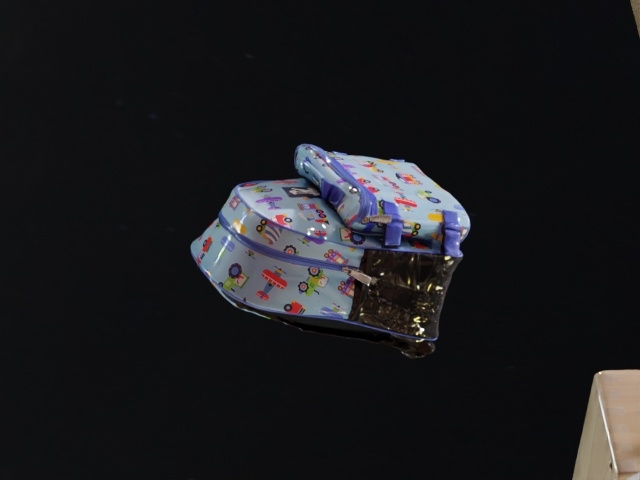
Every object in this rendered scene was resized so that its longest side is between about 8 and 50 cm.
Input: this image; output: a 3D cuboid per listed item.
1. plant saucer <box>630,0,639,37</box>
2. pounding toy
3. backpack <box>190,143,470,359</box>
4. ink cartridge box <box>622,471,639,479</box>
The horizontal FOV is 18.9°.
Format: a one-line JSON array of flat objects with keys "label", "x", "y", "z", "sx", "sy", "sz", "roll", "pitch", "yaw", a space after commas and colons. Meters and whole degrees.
[{"label": "plant saucer", "x": 0.083, "y": -0.105, "z": 0.215, "sx": 0.041, "sy": 0.278, "sz": 0.278, "roll": -5, "pitch": -95, "yaw": -7}, {"label": "pounding toy", "x": 0.257, "y": 0.126, "z": 1.155, "sx": 0.181, "sy": 0.206, "sz": 0.094, "roll": 0, "pitch": -136, "yaw": -4}, {"label": "backpack", "x": 0.000, "y": 0.000, "z": 1.403, "sx": 0.173, "sy": 0.158, "sz": 0.117, "roll": 9, "pitch": -71, "yaw": -21}, {"label": "ink cartridge box", "x": 0.216, "y": 0.056, "z": 0.642, "sx": 0.066, "sy": 0.261, "sz": 0.296, "roll": 45, "pitch": -45, "yaw": -8}]
